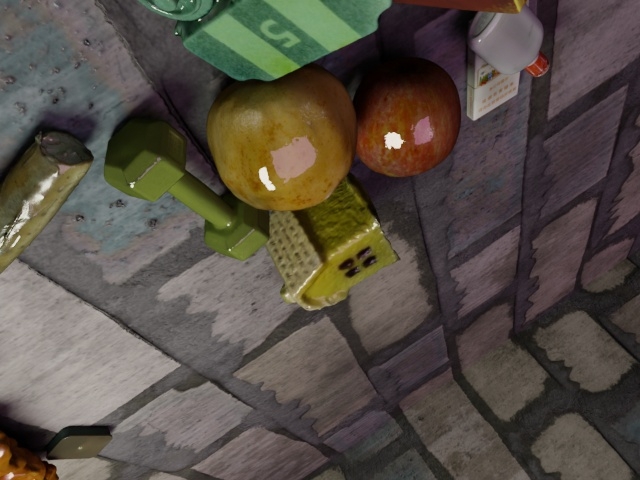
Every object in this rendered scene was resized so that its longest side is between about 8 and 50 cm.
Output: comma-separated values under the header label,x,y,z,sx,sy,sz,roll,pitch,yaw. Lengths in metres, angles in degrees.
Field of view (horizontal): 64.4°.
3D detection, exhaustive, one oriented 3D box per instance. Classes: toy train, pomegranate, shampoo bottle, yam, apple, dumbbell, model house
label,x,y,z,sx,sy,sz,roll,pitch,yaw
toy train,-0.062,-0.298,0.522,0.238,0.299,0.167,24,71,-40
pomegranate,-0.052,-0.147,0.737,0.233,0.233,0.233,-22,142,-18
shampoo bottle,0.348,-0.353,0.909,0.221,0.051,0.108,12,118,-44
yam,-0.452,0.002,0.697,0.371,0.083,0.083,-44,144,12
apple,0.140,-0.207,0.848,0.188,0.188,0.174,-23,131,-17
dumbbell,-0.193,-0.069,0.797,0.108,0.121,0.302,-15,150,21
model house,0.000,0.000,0.967,0.234,0.193,0.175,-32,145,-1

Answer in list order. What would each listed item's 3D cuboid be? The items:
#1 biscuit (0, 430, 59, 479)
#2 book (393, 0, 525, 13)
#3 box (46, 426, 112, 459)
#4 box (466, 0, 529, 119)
label,x,y,z,sx,sy,sz,roll,pitch,yaw
biscuit,-0.720,0.481,0.985,0.318,0.110,0.312,-22,143,-15
book,0.043,-0.372,0.525,0.374,0.262,0.028,29,89,-51
box,-0.557,0.467,1.173,0.091,0.031,0.126,-46,143,14
box,0.338,-0.348,0.980,0.122,0.032,0.220,-32,144,-7
